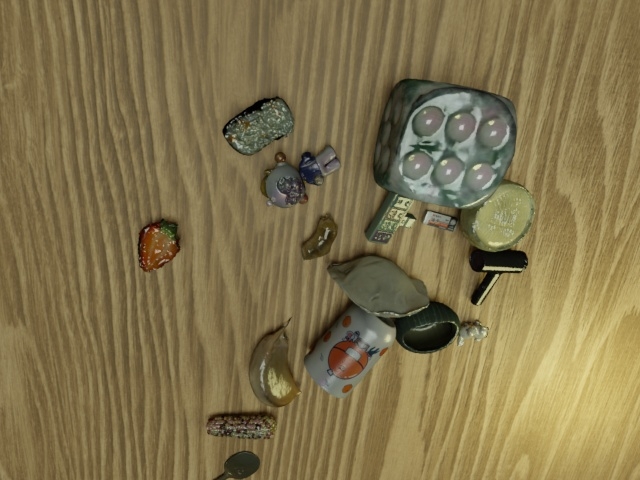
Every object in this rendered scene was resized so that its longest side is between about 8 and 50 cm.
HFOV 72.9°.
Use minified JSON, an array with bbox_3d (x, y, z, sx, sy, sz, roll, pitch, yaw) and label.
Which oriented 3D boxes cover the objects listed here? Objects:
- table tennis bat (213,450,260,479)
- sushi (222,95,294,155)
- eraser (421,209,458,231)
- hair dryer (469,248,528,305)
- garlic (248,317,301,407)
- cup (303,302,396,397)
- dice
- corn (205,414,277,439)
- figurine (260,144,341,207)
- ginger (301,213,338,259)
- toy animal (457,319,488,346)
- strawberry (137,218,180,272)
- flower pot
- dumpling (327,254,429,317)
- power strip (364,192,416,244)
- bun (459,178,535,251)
[{"bbox_3d":[-0.368,0.982,1.853,0.235,0.022,0.131,-35,109,5],"label":"table tennis bat"},{"bbox_3d":[-0.195,-0.358,1.360,0.225,0.126,0.136,-26,108,3],"label":"sushi"},{"bbox_3d":[0.428,-0.071,1.553,0.122,0.029,0.052,15,106,-10],"label":"eraser"},{"bbox_3d":[0.624,0.143,1.603,0.197,0.089,0.251,3,121,-21],"label":"hair dryer"},{"bbox_3d":[-0.185,0.472,1.653,0.196,0.151,0.338,-13,103,-29],"label":"garlic"},{"bbox_3d":[0.117,0.385,1.590,0.212,0.212,0.317,36,100,-15],"label":"cup"},{"bbox_3d":[0.359,-0.292,1.308,0.328,0.348,0.330,10,106,-6],"label":"dice"},{"bbox_3d":[-0.315,0.751,1.744,0.281,0.092,0.092,1,108,0],"label":"corn"},{"bbox_3d":[-0.059,-0.200,1.428,0.275,0.133,0.193,-12,121,-14],"label":"figurine"},{"bbox_3d":[-0.001,-0.001,1.524,0.095,0.069,0.190,32,105,9],"label":"ginger"},{"bbox_3d":[0.579,0.356,1.687,0.125,0.071,0.085,-1,124,-12],"label":"toy animal"},{"bbox_3d":[-0.549,0.009,1.476,0.141,0.085,0.192,-4,114,-11],"label":"strawberry"},{"bbox_3d":[0.393,0.322,1.615,0.243,0.157,0.189,-12,110,-1],"label":"flower pot"},{"bbox_3d":[0.202,0.164,1.493,0.341,0.260,0.181,33,111,-22],"label":"dumpling"},{"bbox_3d":[0.261,-0.081,1.509,0.145,0.061,0.215,11,125,-28],"label":"power strip"},{"bbox_3d":[0.596,-0.089,1.496,0.260,0.152,0.259,-6,110,-16],"label":"bun"}]
